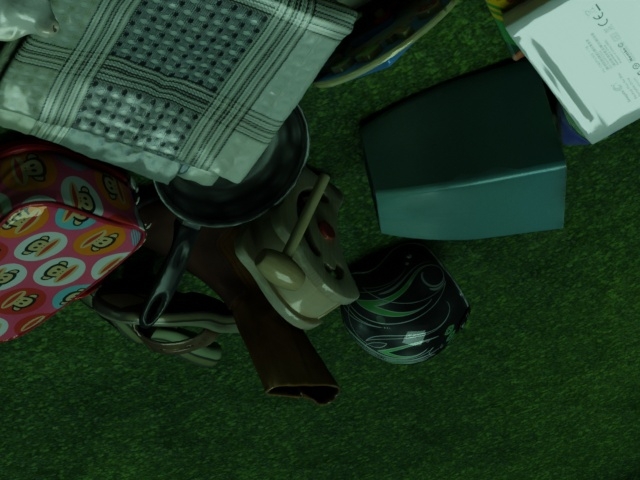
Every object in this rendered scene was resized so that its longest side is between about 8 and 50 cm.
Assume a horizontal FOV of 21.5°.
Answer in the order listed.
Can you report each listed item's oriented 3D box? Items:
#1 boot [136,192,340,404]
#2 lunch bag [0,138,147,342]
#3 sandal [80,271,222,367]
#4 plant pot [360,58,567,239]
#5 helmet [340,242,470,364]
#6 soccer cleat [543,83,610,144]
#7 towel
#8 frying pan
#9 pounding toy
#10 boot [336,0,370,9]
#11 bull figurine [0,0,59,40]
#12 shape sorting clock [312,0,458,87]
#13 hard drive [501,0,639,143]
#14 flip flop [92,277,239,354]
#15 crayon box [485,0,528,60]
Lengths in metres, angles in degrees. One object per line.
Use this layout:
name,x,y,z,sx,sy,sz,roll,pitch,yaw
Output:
boot,-0.115,0.080,2.115,0.096,0.280,0.264,-35,148,20
lunch bag,-0.355,0.014,2.015,0.293,0.120,0.258,-34,149,24
sandal,-0.231,0.089,2.265,0.086,0.120,0.303,-58,144,1
plant pot,0.176,-0.098,2.135,0.234,0.165,0.166,-12,152,1
helmet,0.115,0.099,2.447,0.161,0.169,0.169,-35,153,-8
soccer cleat,0.341,-0.208,2.103,0.121,0.093,0.289,-5,157,1
towel,-0.171,-0.180,1.786,0.312,0.056,0.324,16,138,-26
frying pan,-0.116,-0.051,2.018,0.197,0.053,0.326,-5,123,-23
pounding toy,0.000,0.000,2.084,0.155,0.269,0.154,-35,112,25
boot,0.017,-0.295,1.765,0.165,0.077,0.213,-28,157,17
bull figurine,-0.394,-0.212,1.574,0.310,0.188,0.101,20,171,-40
shape sorting clock,0.072,-0.233,1.826,0.206,0.206,0.040,-33,106,22
hard drive,0.384,-0.253,1.868,0.307,0.040,0.203,-30,126,18
flip flop,-0.184,0.107,2.168,0.277,0.112,0.080,13,102,-59
crayon box,0.252,-0.338,1.841,0.202,0.081,0.318,-25,151,10
